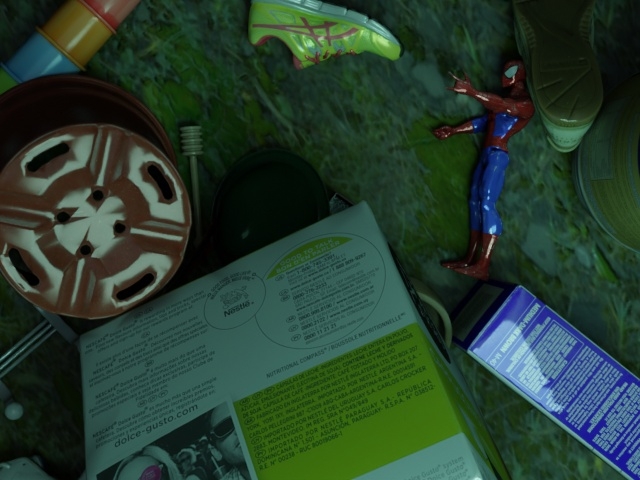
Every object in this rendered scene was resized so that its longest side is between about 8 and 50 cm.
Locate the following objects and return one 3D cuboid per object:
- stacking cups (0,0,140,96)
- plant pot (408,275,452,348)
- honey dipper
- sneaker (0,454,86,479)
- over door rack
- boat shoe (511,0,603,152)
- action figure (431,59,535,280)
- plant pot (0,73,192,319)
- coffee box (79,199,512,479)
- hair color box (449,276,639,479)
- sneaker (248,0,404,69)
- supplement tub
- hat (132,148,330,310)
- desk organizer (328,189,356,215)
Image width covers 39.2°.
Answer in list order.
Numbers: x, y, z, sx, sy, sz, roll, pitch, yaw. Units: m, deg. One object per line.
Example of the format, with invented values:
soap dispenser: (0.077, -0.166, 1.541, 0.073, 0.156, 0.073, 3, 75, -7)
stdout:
stacking cups: (-0.342, -0.211, 1.126, 0.096, 0.096, 0.316, 45, 89, -3)
plant pot: (0.034, 0.103, 1.112, 0.237, 0.110, 0.237, -9, 135, -9)
honey dipper: (-0.161, -0.068, 1.166, 0.030, 0.030, 0.160, -6, 95, -1)
sneaker: (-0.410, 0.340, 1.153, 0.297, 0.111, 0.129, 3, 77, -6)
over door rack: (-0.330, 0.242, 1.083, 0.324, 0.108, 0.239, 45, 74, 9)
boat shoe: (0.288, -0.247, 1.113, 0.104, 0.089, 0.285, 1, 65, 8)
action figure: (0.185, -0.103, 1.138, 0.139, 0.091, 0.280, 17, 92, -11)
plant pot: (-0.270, -0.044, 1.006, 0.272, 0.265, 0.272, -4, 103, -19)
coffee box: (-0.002, 0.231, 0.907, 0.338, 0.334, 0.337, -26, 135, 7)
hair color box: (0.323, 0.187, 1.108, 0.339, 0.185, 0.110, 40, 90, -3)
sneaker: (0.003, -0.257, 1.143, 0.208, 0.081, 0.094, 18, 99, 5)
supplement tub: (0.436, -0.093, 1.026, 0.241, 0.331, 0.241, 0, 93, -2)
hat: (-0.102, -0.023, 1.062, 0.173, 0.183, 0.208, -7, 81, 25)
desk organizer: (0.000, 0.000, 1.160, 0.047, 0.050, 0.130, 36, 91, -2)
